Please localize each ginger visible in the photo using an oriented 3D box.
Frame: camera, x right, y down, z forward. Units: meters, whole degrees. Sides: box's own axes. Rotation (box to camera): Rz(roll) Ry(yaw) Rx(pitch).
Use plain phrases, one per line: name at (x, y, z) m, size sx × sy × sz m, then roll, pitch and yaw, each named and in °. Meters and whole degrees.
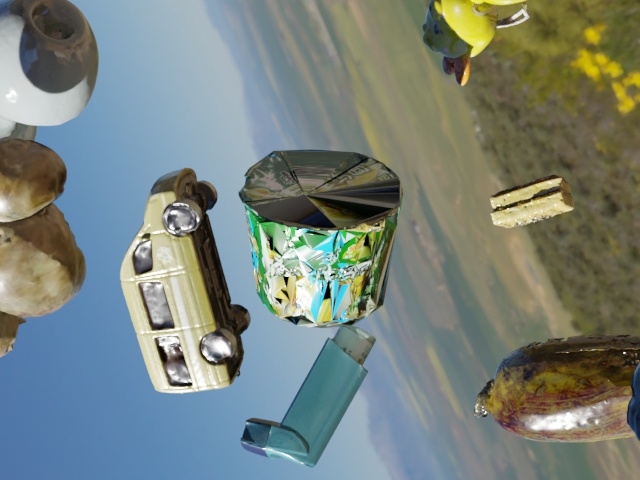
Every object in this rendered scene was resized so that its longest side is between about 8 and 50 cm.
ginger at (-0.386, 0.025, 1.245) m, size 0.244 × 0.304 × 0.155 m, roll 50°, pitch -176°, yaw -39°

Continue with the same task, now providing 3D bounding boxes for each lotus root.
lotus root at (0.446, 0.255, 1.851) m, size 0.196 × 0.397 × 0.179 m, roll 43°, pitch -133°, yaw -49°

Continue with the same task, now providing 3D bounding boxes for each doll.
doll at (0.215, -0.326, 1.551) m, size 0.221 × 0.135 × 0.143 m, roll 121°, pitch 139°, yaw -53°

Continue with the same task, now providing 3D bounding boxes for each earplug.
earplug at (-0.445, -0.206, 1.483) m, size 0.214 × 0.325 × 0.175 m, roll 56°, pitch -177°, yaw 7°

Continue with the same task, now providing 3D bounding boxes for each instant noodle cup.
instant noodle cup at (0.000, 0.000, 1.541) m, size 0.240 × 0.240 × 0.178 m, roll -115°, pitch 22°, yaw -55°

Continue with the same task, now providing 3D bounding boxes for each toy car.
toy car at (-0.167, 0.048, 1.282) m, size 0.101 × 0.124 × 0.257 m, roll -69°, pitch -33°, yaw -70°

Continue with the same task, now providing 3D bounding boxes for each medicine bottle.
medicine bottle at (-0.013, 0.245, 1.744) m, size 0.124 × 0.258 × 0.079 m, roll 29°, pitch 172°, yaw 26°

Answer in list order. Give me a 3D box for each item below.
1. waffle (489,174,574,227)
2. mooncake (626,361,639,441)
waffle at (0.279, -0.050, 1.452) m, size 0.148 × 0.102 × 0.042 m, roll 6°, pitch -113°, yaw -73°
mooncake at (0.483, 0.216, 1.416) m, size 0.175 × 0.168 × 0.104 m, roll 47°, pitch 174°, yaw -13°
